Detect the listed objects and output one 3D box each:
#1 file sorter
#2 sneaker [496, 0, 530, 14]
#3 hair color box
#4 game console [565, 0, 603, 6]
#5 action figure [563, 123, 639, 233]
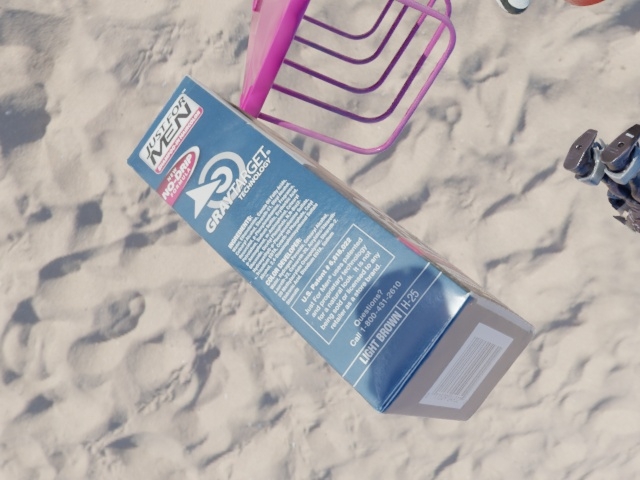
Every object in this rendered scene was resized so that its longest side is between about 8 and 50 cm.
[{"bbox_3d":[0.030,-0.271,0.799,0.182,0.291,0.202,17,133,-17],"label":"file sorter"},{"bbox_3d":[0.190,-0.273,0.651,0.040,0.044,0.109,-7,102,-17],"label":"sneaker"},{"bbox_3d":[0.000,0.000,0.592,0.105,0.347,0.174,-54,146,6],"label":"hair color box"},{"bbox_3d":[0.340,-0.482,0.761,0.060,0.386,0.342,17,134,-32],"label":"game console"},{"bbox_3d":[0.532,-0.076,1.132,0.285,0.185,0.099,37,86,-33],"label":"action figure"}]
